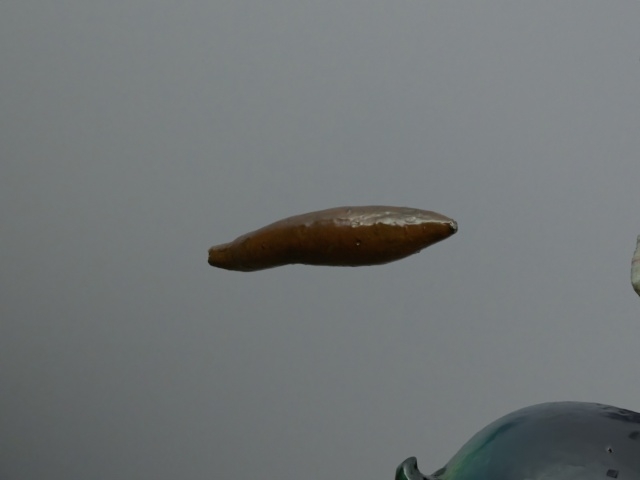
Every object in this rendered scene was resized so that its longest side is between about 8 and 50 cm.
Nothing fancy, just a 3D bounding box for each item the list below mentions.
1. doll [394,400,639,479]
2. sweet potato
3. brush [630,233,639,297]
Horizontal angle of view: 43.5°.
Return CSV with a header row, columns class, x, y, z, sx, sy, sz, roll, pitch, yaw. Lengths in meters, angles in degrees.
class,x,y,z,sx,sy,sz,roll,pitch,yaw
doll,0.183,0.206,0.437,0.321,0.199,0.186,26,-53,2
sweet potato,0.000,-0.002,0.728,0.264,0.057,0.057,-4,-54,29
brush,0.468,0.057,0.935,0.174,0.267,0.166,47,-51,-7
